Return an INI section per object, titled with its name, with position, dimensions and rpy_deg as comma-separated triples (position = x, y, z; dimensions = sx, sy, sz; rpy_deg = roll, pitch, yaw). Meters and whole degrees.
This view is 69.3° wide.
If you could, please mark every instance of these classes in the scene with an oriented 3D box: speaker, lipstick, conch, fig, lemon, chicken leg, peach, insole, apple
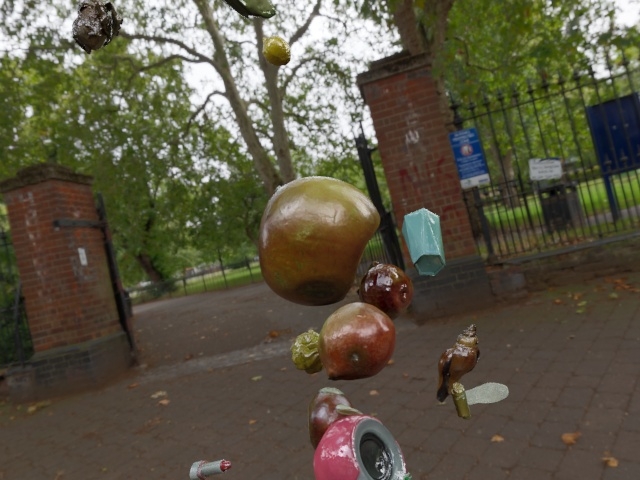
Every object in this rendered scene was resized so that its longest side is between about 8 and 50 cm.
[speaker]
position = 0.128, 0.699, 1.431
dimensions = 0.294, 0.294, 0.294
rpy_deg = -13, -1, 0
[lipstick]
position = -0.380, 0.813, 1.649
dimensions = 0.186, 0.057, 0.063
rpy_deg = -24, 32, 28
[conch]
position = 0.370, 0.337, 1.267
dimensions = 0.233, 0.086, 0.080
rpy_deg = -53, -23, 7
[fig]
position = 0.211, 0.170, 1.569
dimensions = 0.205, 0.205, 0.205
rpy_deg = -13, -1, 0
[lemon]
position = -0.107, -0.461, 1.121
dimensions = 0.065, 0.092, 0.065
rpy_deg = -42, -12, -11
[chicken leg]
position = -0.479, -0.479, 0.985
dimensions = 0.080, 0.196, 0.125
rpy_deg = 14, -50, -43
[peach]
position = 0.101, 0.314, 1.377
dimensions = 0.232, 0.232, 0.257
rpy_deg = -14, 33, 44
[insole]
position = 0.500, 0.480, 1.438
dimensions = 0.010, 0.063, 0.192
rpy_deg = 27, -39, -26
[apple]
position = 0.000, 0.000, 0.844
dimensions = 0.207, 0.237, 0.237
rpy_deg = 10, 5, 15

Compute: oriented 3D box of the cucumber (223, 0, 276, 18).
[cucumber]
position = -0.202, -0.529, 0.818
dimensions = 0.145, 0.325, 0.105
rpy_deg = 29, 72, 42

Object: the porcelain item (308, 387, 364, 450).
[porcelain item]
position = 0.070, 0.661, 1.692
dimensions = 0.253, 0.253, 0.253
rpy_deg = -13, -1, 0

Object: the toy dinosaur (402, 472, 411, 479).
[toy dinosaur]
position = 0.200, 0.589, 1.082
dimensions = 0.021, 0.062, 0.083
rpy_deg = -4, 26, 38

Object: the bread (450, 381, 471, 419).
[bread]
position = 0.335, 0.384, 1.107
dimensions = 0.033, 0.088, 0.049
rpy_deg = -15, 1, 13

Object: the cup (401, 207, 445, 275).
[cup]
position = 0.373, 0.007, 1.666
dimensions = 0.148, 0.236, 0.134
rpy_deg = 24, -55, -15

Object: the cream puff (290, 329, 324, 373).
[cream puff]
position = -0.029, 0.399, 1.660
dimensions = 0.156, 0.156, 0.121
rpy_deg = -14, 3, 38

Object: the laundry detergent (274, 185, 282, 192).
[laundry detergent]
position = -0.032, -0.088, 1.438
dimensions = 0.181, 0.253, 0.091
rpy_deg = -52, -2, -32
